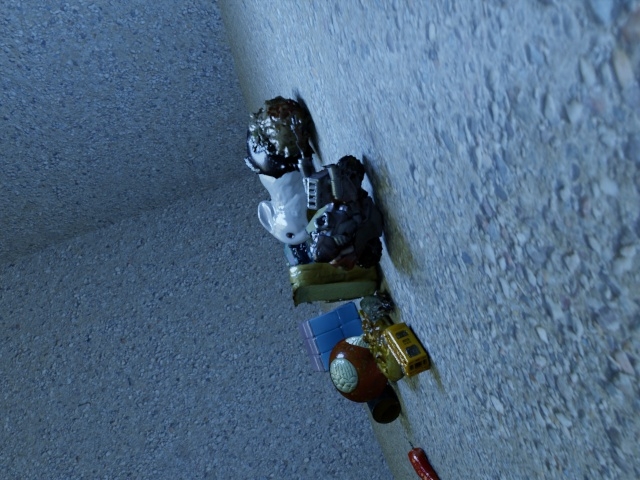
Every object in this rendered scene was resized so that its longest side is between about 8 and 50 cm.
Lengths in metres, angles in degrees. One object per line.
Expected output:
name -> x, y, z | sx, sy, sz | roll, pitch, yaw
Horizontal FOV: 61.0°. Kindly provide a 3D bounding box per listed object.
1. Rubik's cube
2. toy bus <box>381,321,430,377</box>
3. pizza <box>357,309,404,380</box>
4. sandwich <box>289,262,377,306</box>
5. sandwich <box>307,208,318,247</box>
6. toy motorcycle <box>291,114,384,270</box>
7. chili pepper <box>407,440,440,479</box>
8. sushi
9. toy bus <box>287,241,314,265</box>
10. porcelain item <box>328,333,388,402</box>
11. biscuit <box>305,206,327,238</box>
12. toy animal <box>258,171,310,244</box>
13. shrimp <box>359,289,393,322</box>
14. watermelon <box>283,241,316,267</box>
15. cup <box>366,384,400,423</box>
Rubik's cube -> 0.056, 0.408, 2.287 | 0.221, 0.231, 0.225 | 133, 116, -72
toy bus -> 0.213, 0.265, 1.380 | 0.162, 0.069, 0.074 | -122, 13, -52
pizza -> 0.208, 0.350, 1.654 | 0.268, 0.087, 0.258 | -130, 17, -63
sandwich -> 0.036, 0.117, 1.575 | 0.226, 0.251, 0.087 | 85, 177, -71
sandwich -> 0.000, 0.000, 2.149 | 0.271, 0.099, 0.301 | 77, 172, -72
toy motorcycle -> 0.031, -0.090, 1.221 | 0.134, 0.207, 0.401 | 13, 125, 46
chili pepper -> 0.357, 0.784, 1.865 | 0.071, 0.063, 0.272 | 59, 176, -27
sushi -> -0.133, -0.338, 1.729 | 0.238, 0.225, 0.219 | 33, 151, 16
toy bus -> -0.088, 0.024, 2.202 | 0.092, 0.079, 0.160 | -111, -2, -78
porcelain item -> 0.162, 0.462, 1.984 | 0.253, 0.252, 0.253 | 159, 90, -83
biscuit -> 0.036, -0.047, 1.540 | 0.052, 0.150, 0.252 | 36, -176, -21
toy animal -> -0.135, -0.164, 1.993 | 0.194, 0.257, 0.358 | -86, -2, -84
shrimp -> 0.165, 0.189, 1.535 | 0.233, 0.079, 0.090 | 151, 136, -78
watermelon -> -0.079, 0.073, 2.406 | 0.322, 0.175, 0.188 | 61, 164, -9
cup -> 0.240, 0.638, 2.120 | 0.138, 0.113, 0.150 | -123, 15, -68
